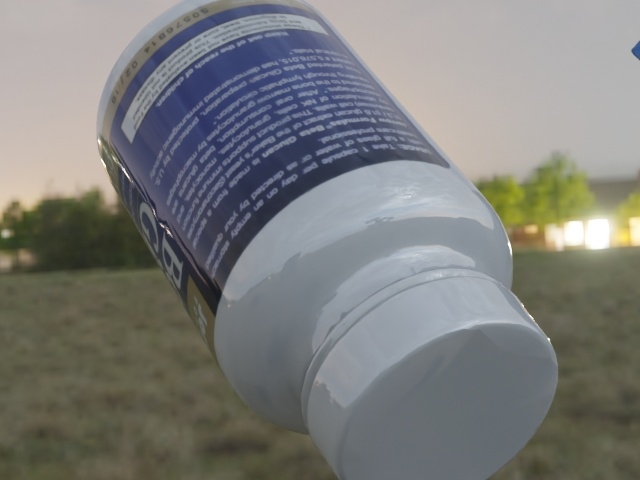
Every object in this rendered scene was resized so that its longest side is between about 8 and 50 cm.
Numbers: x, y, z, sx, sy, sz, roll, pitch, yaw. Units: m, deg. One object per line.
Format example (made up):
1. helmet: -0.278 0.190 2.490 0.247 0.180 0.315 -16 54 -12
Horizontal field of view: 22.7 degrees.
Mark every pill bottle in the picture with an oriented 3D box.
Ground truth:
1. pill bottle: 0.000 0.000 0.490 0.094 0.094 0.169 -5 37 -28

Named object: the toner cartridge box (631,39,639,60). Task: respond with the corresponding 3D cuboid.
1. toner cartridge box: 0.328 -0.052 0.782 0.075 0.165 0.348 28 16 -48
